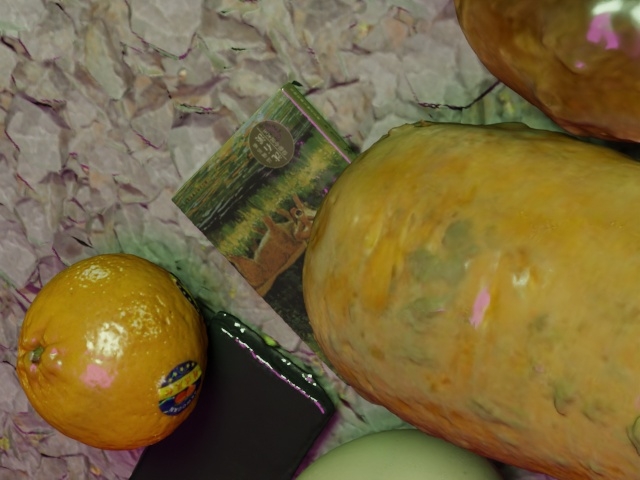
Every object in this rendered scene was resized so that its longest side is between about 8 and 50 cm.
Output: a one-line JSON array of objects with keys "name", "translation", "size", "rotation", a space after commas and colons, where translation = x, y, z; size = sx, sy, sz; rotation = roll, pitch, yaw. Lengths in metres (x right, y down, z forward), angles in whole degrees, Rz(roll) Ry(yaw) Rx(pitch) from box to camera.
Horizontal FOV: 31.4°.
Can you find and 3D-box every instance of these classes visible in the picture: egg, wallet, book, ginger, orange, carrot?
[{"name": "egg", "translation": [0.057, 0.256, 0.958], "size": [0.241, 0.186, 0.186], "rotation": [-38, 95, 28]}, {"name": "wallet", "translation": [-0.094, 0.203, 1.101], "size": [0.146, 0.030, 0.285], "rotation": [37, 128, 11]}, {"name": "book", "translation": [0.000, 0.000, 0.950], "size": [0.228, 0.024, 0.160], "rotation": [48, 124, -3]}, {"name": "ginger", "translation": [0.235, -0.129, 0.683], "size": [0.321, 0.172, 0.165], "rotation": [7, 158, 20]}, {"name": "orange", "translation": [-0.184, 0.100, 1.010], "size": [0.177, 0.155, 0.177], "rotation": [25, 130, 33]}, {"name": "carrot", "translation": [0.148, 0.043, 0.736], "size": [0.340, 0.224, 0.224], "rotation": [25, 129, 46]}]
